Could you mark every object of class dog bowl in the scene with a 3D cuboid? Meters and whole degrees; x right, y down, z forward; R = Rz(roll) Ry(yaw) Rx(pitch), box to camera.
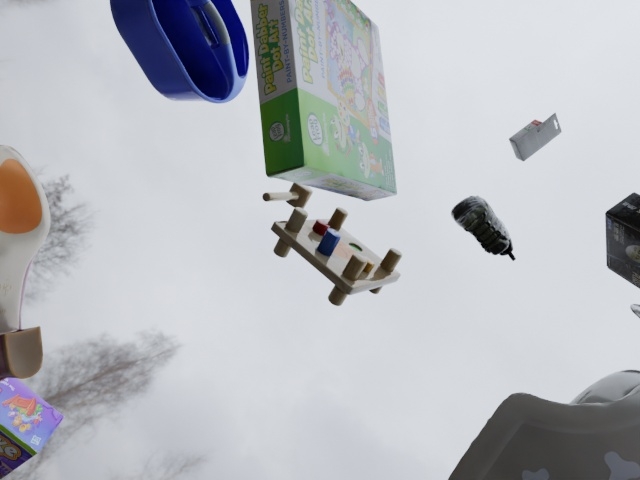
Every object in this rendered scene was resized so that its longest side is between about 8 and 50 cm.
[{"bbox_3d":[0.219,0.226,0.401,0.102,0.348,0.349,33,-50,47],"label":"dog bowl"}]

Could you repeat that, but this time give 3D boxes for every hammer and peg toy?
[{"bbox_3d":[0.000,0.000,1.253,0.361,0.266,0.127,39,-67,24],"label":"hammer and peg toy"}]

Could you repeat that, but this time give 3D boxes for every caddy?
[{"bbox_3d":[-0.281,-0.463,1.133,0.179,0.241,0.341,5,-40,31],"label":"caddy"}]

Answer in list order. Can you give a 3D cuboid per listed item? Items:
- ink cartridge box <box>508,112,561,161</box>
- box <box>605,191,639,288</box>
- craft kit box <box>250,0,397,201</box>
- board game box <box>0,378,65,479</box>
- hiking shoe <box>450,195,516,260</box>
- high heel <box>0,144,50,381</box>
[{"bbox_3d":[0.501,-0.245,1.214,0.063,0.115,0.029,52,1,-34],"label":"ink cartridge box"},{"bbox_3d":[0.661,0.017,1.044,0.147,0.077,0.180,50,-9,49],"label":"box"},{"bbox_3d":[0.013,-0.186,0.635,0.060,0.246,0.250,-10,-97,32],"label":"craft kit box"},{"bbox_3d":[-0.610,0.237,0.789,0.233,0.078,0.347,-37,-73,19],"label":"board game box"},{"bbox_3d":[0.397,-0.026,1.227,0.086,0.226,0.114,-47,-136,21],"label":"hiking shoe"},{"bbox_3d":[-0.349,0.027,0.548,0.117,0.082,0.244,-7,-89,28],"label":"high heel"}]
